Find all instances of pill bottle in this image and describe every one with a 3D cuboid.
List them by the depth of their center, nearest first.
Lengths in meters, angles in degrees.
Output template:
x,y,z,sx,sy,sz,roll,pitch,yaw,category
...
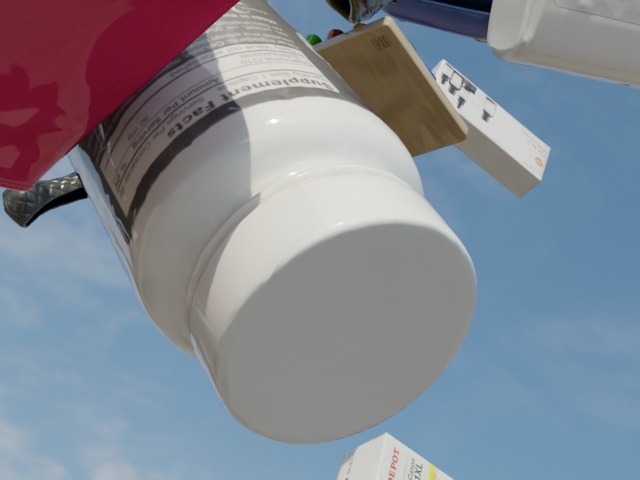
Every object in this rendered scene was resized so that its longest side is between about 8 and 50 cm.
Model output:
x,y,z,sx,sy,sz,roll,pitch,yaw,category
-0.054,-0.040,0.793,0.204,0.361,0.204,-15,-50,-19,pill bottle

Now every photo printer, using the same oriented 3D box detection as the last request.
x,y,z,sx,sy,sz,roll,pitch,yaw,category
0.324,-0.264,1.032,0.308,0.256,0.107,7,12,-20,photo printer

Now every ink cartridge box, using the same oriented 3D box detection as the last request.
x,y,z,sx,sy,sz,roll,pitch,yaw,category
0.098,0.307,1.195,0.175,0.127,0.072,37,-47,-20,ink cartridge box

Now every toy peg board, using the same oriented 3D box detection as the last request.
x,y,z,sx,sy,sz,roll,pitch,yaw,category
0.052,-0.164,1.185,0.161,0.079,0.161,-16,-51,34,toy peg board

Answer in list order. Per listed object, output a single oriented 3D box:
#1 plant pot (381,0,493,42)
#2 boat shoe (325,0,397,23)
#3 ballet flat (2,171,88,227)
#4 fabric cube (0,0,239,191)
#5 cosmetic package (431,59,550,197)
x,y,z,sx,sy,sz,roll,pitch,yaw,category
0.200,-0.369,1.384,0.236,0.236,0.212,24,-59,39,plant pot
0.006,-0.294,1.074,0.111,0.104,0.307,45,8,31,boat shoe
-0.274,-0.050,1.264,0.049,0.173,0.057,60,-40,14,ballet flat
-0.218,-0.220,0.656,0.254,0.259,0.258,16,-37,-41,fabric cube
0.264,-0.182,1.846,0.239,0.099,0.060,37,-45,-11,cosmetic package
